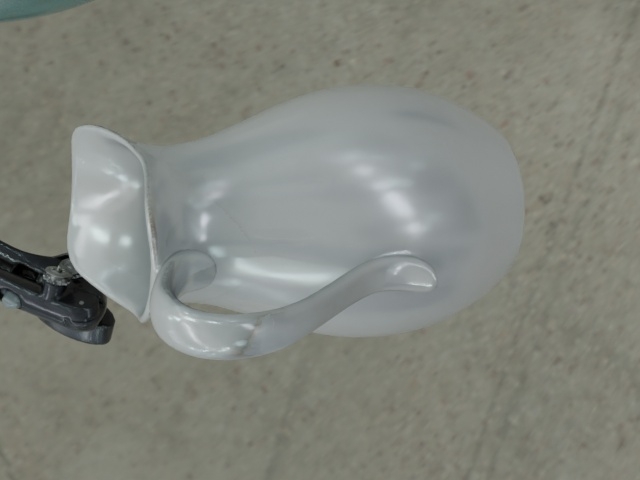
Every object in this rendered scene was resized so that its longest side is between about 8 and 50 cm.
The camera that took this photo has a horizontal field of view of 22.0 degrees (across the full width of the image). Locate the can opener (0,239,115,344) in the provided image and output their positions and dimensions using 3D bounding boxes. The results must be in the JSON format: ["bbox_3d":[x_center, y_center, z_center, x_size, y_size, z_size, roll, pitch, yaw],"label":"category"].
[{"bbox_3d":[-0.238,0.024,1.218,0.186,0.059,0.073,23,123,11],"label":"can opener"}]

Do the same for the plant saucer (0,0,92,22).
[{"bbox_3d":[-0.172,-0.235,0.723,0.317,0.044,0.317,0,121,-1],"label":"plant saucer"}]

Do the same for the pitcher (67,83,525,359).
[{"bbox_3d":[0.000,0.000,0.785,0.178,0.207,0.125,-128,39,-53],"label":"pitcher"}]
